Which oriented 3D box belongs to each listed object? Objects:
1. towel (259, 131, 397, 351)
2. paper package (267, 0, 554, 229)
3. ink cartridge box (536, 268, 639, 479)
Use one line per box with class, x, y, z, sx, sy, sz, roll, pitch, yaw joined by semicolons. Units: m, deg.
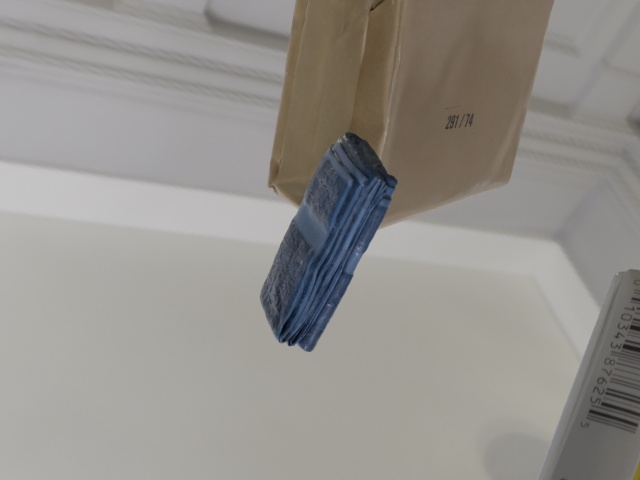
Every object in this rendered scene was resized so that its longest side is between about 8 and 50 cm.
towel;0.000;0.000;0.578;0.029;0.119;0.067;14;-156;-27
paper package;0.115;-0.197;1.231;0.168;0.309;0.325;29;-149;34
ink cartridge box;0.232;0.223;0.698;0.072;0.303;0.307;8;158;43
